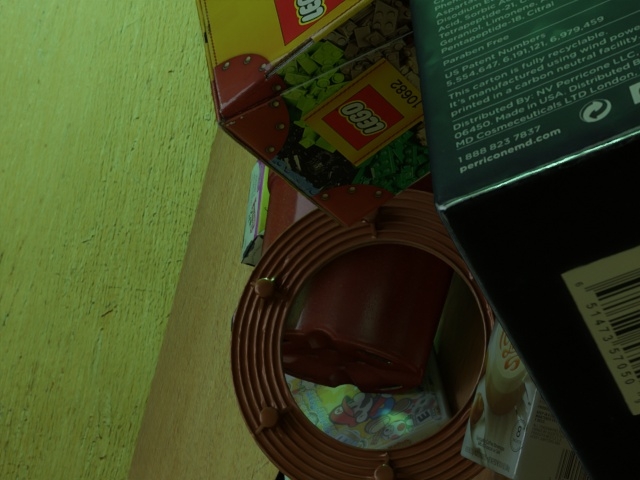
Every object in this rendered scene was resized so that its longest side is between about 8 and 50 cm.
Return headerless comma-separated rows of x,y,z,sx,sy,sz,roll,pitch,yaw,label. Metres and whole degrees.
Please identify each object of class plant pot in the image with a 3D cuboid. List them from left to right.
0.043,0.021,1.700,0.272,0.272,0.265,139,145,-65,plant pot

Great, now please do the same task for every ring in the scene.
0.060,0.106,1.526,0.032,0.336,0.337,41,-120,-67,ring

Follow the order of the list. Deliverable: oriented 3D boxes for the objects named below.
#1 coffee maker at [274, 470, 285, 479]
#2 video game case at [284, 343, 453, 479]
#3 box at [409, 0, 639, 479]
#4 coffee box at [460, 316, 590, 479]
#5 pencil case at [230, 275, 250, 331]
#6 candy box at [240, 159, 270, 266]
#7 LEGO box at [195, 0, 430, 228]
-0.016,0.304,1.841,0.120,0.171,0.178,43,121,49,coffee maker
0.047,0.190,1.759,0.206,0.026,0.227,-25,30,9,video game case
0.214,-0.077,1.030,0.212,0.293,0.395,-22,37,15,box
0.219,0.094,1.324,0.141,0.098,0.247,-177,103,-75,coffee box
0.000,0.000,2.146,0.160,0.167,0.386,-36,-26,-57,pencil case
0.022,-0.020,1.917,0.071,0.233,0.159,123,158,-49,candy box
0.068,-0.322,1.407,0.372,0.193,0.500,-34,42,21,LEGO box
